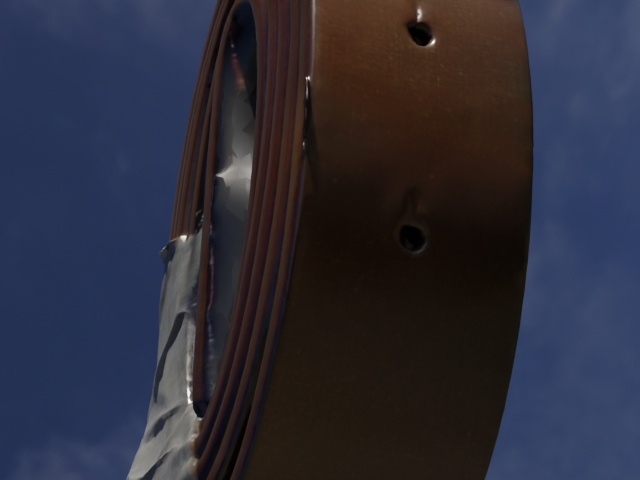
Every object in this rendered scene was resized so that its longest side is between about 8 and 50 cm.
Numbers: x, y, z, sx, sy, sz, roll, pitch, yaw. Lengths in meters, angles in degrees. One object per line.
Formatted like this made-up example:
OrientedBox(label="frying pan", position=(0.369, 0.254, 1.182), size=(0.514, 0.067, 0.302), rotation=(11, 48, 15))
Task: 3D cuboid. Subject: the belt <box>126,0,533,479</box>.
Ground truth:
OrientedBox(label="belt", position=(0.000, 0.000, 0.853), size=(0.122, 0.217, 0.338), rotation=(13, -117, -18))
